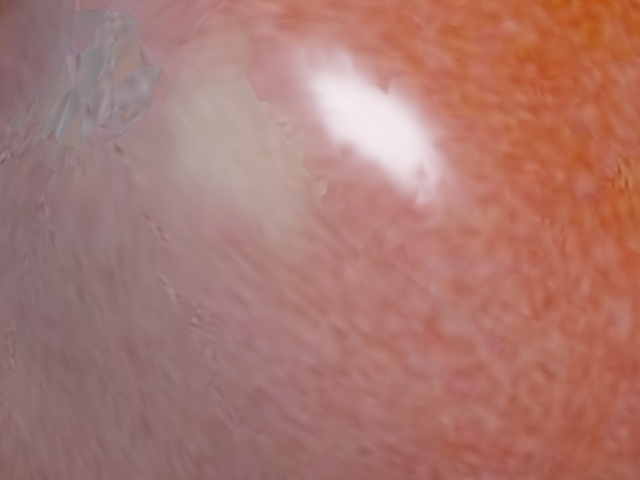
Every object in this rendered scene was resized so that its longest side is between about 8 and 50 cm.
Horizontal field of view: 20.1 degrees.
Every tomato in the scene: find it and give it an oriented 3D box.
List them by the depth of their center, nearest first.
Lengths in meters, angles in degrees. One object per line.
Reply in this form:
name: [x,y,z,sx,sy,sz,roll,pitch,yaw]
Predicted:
tomato: [0.000,0.000,0.547,0.341,0.273,0.341,-16,66,41]
